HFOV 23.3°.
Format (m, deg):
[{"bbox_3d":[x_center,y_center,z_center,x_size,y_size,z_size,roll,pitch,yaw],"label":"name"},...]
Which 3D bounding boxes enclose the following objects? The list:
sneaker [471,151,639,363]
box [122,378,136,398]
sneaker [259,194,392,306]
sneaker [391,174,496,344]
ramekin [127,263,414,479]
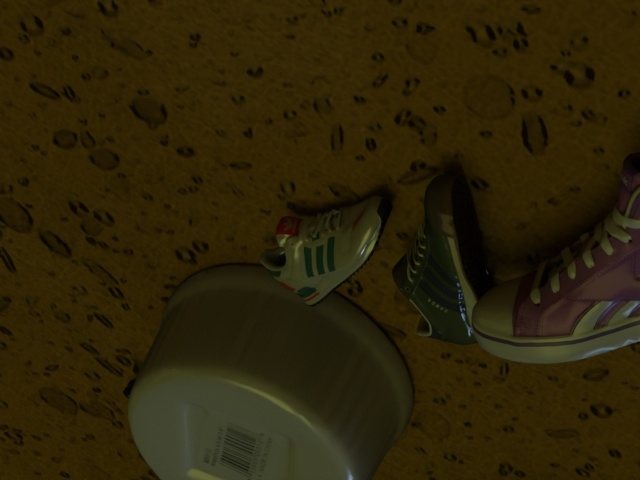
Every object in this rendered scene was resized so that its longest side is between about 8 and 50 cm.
[{"bbox_3d":[0.238,0.002,1.262,0.282,0.102,0.161,-14,120,24],"label":"sneaker"},{"bbox_3d":[-0.167,0.179,1.702,0.083,0.018,0.067,45,136,-17],"label":"box"},{"bbox_3d":[0.000,0.000,1.409,0.075,0.057,0.161,32,141,-12],"label":"sneaker"},{"bbox_3d":[0.101,0.024,1.371,0.086,0.064,0.192,-2,133,23],"label":"sneaker"},{"bbox_3d":[-0.058,0.170,1.549,0.277,0.135,0.277,15,137,14],"label":"ramekin"}]
